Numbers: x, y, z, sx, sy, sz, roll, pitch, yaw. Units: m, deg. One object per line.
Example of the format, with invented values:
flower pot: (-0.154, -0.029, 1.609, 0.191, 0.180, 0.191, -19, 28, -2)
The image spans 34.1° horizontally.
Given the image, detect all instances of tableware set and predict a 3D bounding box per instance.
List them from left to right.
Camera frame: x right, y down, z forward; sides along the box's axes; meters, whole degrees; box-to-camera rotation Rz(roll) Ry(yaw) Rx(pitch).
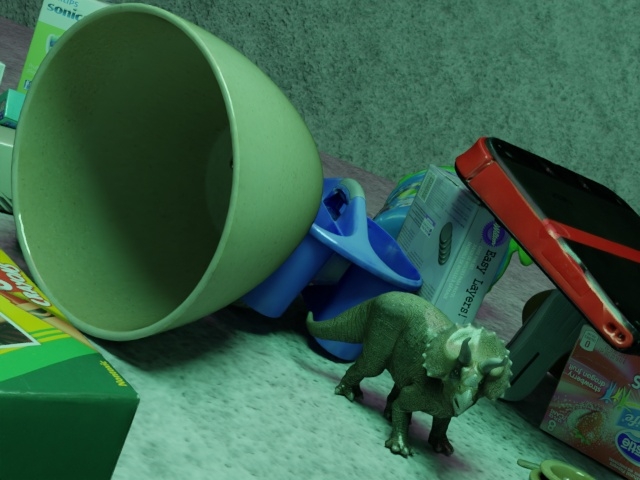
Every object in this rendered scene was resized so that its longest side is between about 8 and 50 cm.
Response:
tableware set: (0.318, 0.271, 1.120, 0.194, 0.039, 0.128, 18, 11, -15)

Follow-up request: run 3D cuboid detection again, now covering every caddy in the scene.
caddy: (0.000, 0.000, 1.351, 0.241, 0.179, 0.341, 30, 11, -18)

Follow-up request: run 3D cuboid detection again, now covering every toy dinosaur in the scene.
toy dinosaur: (0.099, 0.125, 1.108, 0.121, 0.160, 0.313, 14, 14, -31)

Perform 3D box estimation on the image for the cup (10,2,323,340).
cup: (-0.133, -0.068, 1.114, 0.331, 0.331, 0.237, 29, 17, 34)

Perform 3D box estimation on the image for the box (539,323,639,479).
box: (0.445, 0.230, 1.265, 0.300, 0.154, 0.142, 27, 11, 33)

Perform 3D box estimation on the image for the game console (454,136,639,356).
game console: (0.352, 0.028, 1.270, 0.387, 0.060, 0.342, 14, 36, -46)

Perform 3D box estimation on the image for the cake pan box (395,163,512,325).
cake pan box: (0.150, 0.039, 1.393, 0.070, 0.245, 0.267, 22, 10, -13)

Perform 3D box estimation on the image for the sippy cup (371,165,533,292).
sippy cup: (0.170, 0.013, 1.659, 0.240, 0.305, 0.224, 50, 27, 5)

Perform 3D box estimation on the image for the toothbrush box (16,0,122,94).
toothbrush box: (-0.403, -0.263, 1.720, 0.122, 0.283, 0.206, 21, 12, 0)

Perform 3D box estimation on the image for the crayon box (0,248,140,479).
crayon box: (-0.354, 0.059, 0.733, 0.313, 0.106, 0.363, 11, 15, -42)

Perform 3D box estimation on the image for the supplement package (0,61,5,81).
supplement package: (-0.520, -0.167, 1.250, 0.145, 0.204, 0.262, 11, 15, -44)

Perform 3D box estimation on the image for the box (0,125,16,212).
box: (-0.371, -0.083, 1.410, 0.275, 0.094, 0.113, 15, 12, -27)

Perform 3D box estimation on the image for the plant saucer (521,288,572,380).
plant saucer: (0.391, 0.162, 1.483, 0.241, 0.037, 0.241, 26, -31, 17)

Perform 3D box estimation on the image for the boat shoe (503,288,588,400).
boat shoe: (0.305, 0.116, 1.391, 0.083, 0.226, 0.076, 49, 0, -7)

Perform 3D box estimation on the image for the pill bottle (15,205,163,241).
pill bottle: (-0.252, -0.020, 1.268, 0.208, 0.117, 0.117, 19, 11, -10)

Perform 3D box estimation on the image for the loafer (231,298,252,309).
loafer: (-0.135, 0.054, 1.345, 0.125, 0.045, 0.039, 32, -11, 27)

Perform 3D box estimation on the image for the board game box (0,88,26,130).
board game box: (-0.396, -0.143, 1.519, 0.210, 0.047, 0.160, 18, -24, -39)
